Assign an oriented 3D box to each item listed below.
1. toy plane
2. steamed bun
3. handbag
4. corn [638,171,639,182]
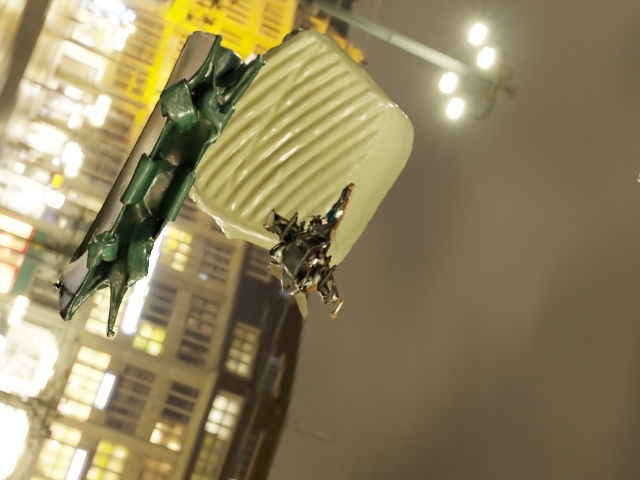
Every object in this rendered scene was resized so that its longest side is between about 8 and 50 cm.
[{"bbox_3d":[-0.009,0.004,1.181,0.062,0.135,0.188,-27,158,-28],"label":"toy plane"},{"bbox_3d":[-0.027,-0.119,1.568,0.290,0.273,0.272,-50,180,5],"label":"steamed bun"},{"bbox_3d":[-0.173,-0.070,1.216,0.326,0.089,0.238,-59,-168,4],"label":"handbag"},{"bbox_3d":[0.394,-0.142,0.934,0.335,0.126,0.126,-48,-159,22],"label":"corn"}]
